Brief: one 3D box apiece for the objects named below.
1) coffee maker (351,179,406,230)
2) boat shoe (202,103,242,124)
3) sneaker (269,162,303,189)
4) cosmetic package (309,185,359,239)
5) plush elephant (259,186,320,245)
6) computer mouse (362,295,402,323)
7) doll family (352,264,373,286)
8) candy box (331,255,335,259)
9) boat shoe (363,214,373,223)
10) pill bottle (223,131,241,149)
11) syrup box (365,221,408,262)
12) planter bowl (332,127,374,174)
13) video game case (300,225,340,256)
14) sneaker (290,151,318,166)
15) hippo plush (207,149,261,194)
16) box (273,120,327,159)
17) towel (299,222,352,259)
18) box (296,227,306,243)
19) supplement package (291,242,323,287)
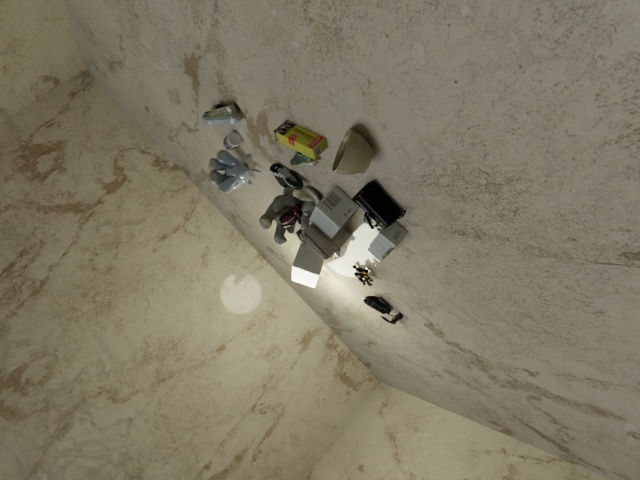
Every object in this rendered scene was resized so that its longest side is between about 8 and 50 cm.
[{"bbox_3d":[0.232,-0.147,1.601,0.178,0.120,0.171,46,137,-7],"label":"coffee maker"},{"bbox_3d":[-0.507,-0.651,2.057,0.302,0.109,0.094,13,129,40],"label":"boat shoe"},{"bbox_3d":[-0.163,-0.310,2.073,0.234,0.078,0.106,36,162,32],"label":"sneaker"},{"bbox_3d":[0.061,-0.126,1.885,0.151,0.151,0.184,42,161,4],"label":"cosmetic package"},{"bbox_3d":[-0.116,-0.139,2.089,0.255,0.330,0.272,9,152,21],"label":"plush elephant"},{"bbox_3d":[0.379,0.419,2.486,0.261,0.060,0.184,28,153,10],"label":"computer mouse"},{"bbox_3d":[0.235,0.198,2.302,0.111,0.076,0.193,44,164,-14],"label":"doll family"},{"bbox_3d":[0.029,0.023,2.386,0.186,0.053,0.109,38,158,15],"label":"candy box"},{"bbox_3d":[0.234,-0.097,1.762,0.142,0.049,0.040,-3,91,58],"label":"boat shoe"},{"bbox_3d":[-0.494,-0.547,2.235,0.078,0.078,0.137,51,159,-18],"label":"pill bottle"},{"bbox_3d":[0.289,0.005,1.785,0.096,0.093,0.237,41,160,8],"label":"syrup box"},{"bbox_3d":[0.123,-0.303,1.440,0.109,0.162,0.162,21,163,-11],"label":"planter bowl"},{"bbox_3d":[0.000,0.000,2.271,0.193,0.023,0.212,13,146,56],"label":"video game case"},{"bbox_3d":[-0.084,-0.381,1.804,0.192,0.064,0.086,15,138,53],"label":"sneaker"},{"bbox_3d":[-0.515,-0.417,2.390,0.234,0.294,0.236,58,-176,-4],"label":"hippo plush"},{"bbox_3d":[-0.084,-0.421,1.681,0.232,0.087,0.058,34,157,30],"label":"box"},{"bbox_3d":[0.032,-0.030,1.992,0.187,0.282,0.049,44,130,2],"label":"towel"},{"bbox_3d":[-0.106,-0.030,2.542,0.062,0.052,0.083,25,154,41],"label":"box"},{"bbox_3d":[-0.080,0.164,2.624,0.175,0.178,0.293,19,156,3],"label":"supplement package"}]
